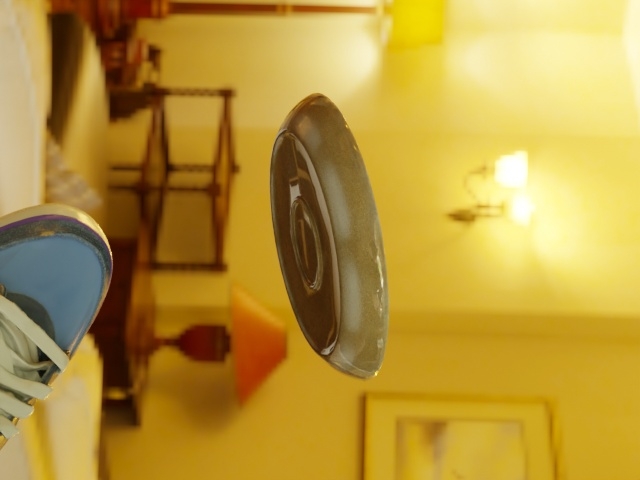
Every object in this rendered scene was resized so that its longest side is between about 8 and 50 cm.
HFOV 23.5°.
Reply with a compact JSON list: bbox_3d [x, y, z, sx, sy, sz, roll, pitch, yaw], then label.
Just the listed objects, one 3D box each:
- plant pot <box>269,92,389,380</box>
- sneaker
[{"bbox_3d":[0.000,0.000,1.240,0.236,0.032,0.236,170,-90,-75],"label":"plant pot"},{"bbox_3d":[-0.238,0.128,1.024,0.130,0.323,0.236,52,-9,-30],"label":"sneaker"}]
